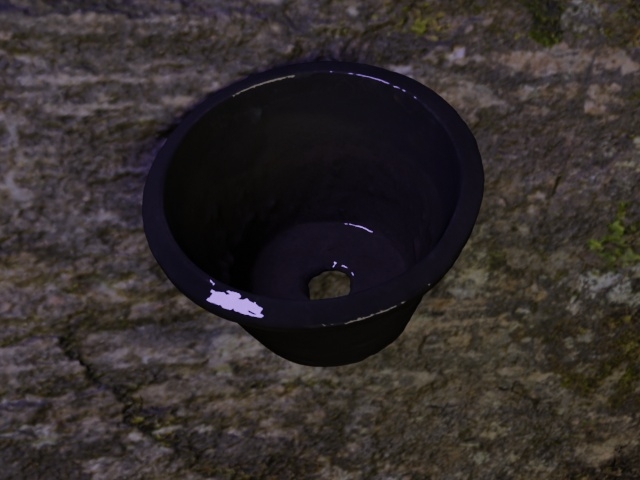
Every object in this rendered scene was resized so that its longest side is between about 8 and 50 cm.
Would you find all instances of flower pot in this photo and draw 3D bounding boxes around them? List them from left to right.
[{"bbox_3d":[0.000,0.000,0.981,0.269,0.269,0.166,-26,143,-14],"label":"flower pot"}]
